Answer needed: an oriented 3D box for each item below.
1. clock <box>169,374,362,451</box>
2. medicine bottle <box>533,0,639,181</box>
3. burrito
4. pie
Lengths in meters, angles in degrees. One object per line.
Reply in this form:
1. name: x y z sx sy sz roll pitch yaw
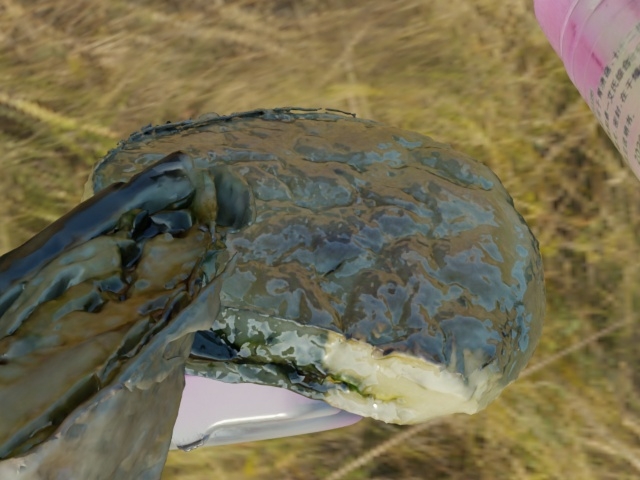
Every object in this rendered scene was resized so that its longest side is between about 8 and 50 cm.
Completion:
1. clock: -0.064 0.118 1.541 0.227 0.248 0.090 -7 86 19
2. medicine bottle: 0.268 -0.115 1.344 0.152 0.152 0.254 -3 46 -25
3. burrito: -0.134 0.133 0.686 0.175 0.107 0.348 -2 116 -61
4. pie: 0.001 -0.003 0.871 0.218 0.052 0.185 14 45 3
